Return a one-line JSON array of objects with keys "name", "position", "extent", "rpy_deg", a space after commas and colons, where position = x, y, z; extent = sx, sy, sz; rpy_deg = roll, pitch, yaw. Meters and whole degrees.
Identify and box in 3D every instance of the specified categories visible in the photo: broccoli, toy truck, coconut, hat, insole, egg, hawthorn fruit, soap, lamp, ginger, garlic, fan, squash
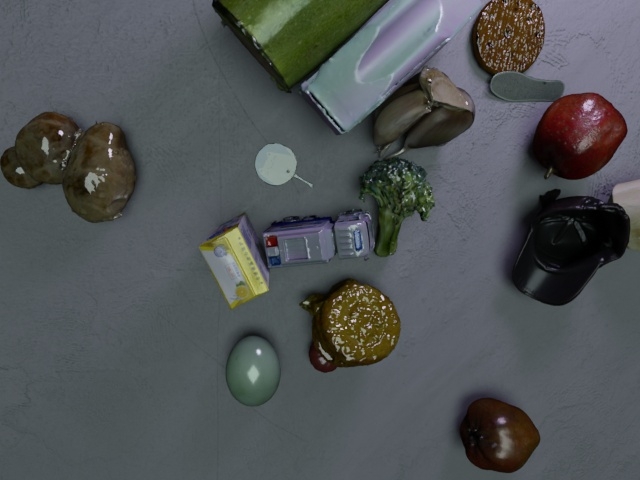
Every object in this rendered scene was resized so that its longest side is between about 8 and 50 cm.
[{"name": "broccoli", "position": [0.218, -0.081, 1.119], "extent": [0.177, 0.198, 0.275], "rpy_deg": [-33, 117, -47]}, {"name": "toy truck", "position": [0.000, 0.000, 1.086], "extent": [0.267, 0.155, 0.125], "rpy_deg": [-6, 102, 13]}, {"name": "coconut", "position": [0.934, -0.078, 1.200], "extent": [0.240, 0.241, 0.242], "rpy_deg": [-1, 100, -7]}, {"name": "hat", "position": [0.695, 0.009, 1.225], "extent": [0.238, 0.209, 0.336], "rpy_deg": [32, 114, 9]}, {"name": "insole", "position": [0.575, -0.422, 1.176], "extent": [0.231, 0.003, 0.080], "rpy_deg": [3, 124, -11]}, {"name": "egg", "position": [-0.184, 0.356, 1.157], "extent": [0.149, 0.149, 0.193], "rpy_deg": [-4, 102, -7]}, {"name": "hawthorn fruit", "position": [0.554, 0.592, 1.286], "extent": [0.248, 0.208, 0.208], "rpy_deg": [13, 99, -26]}, {"name": "soap", "position": [0.155, -0.449, 1.001], "extent": [0.446, 0.261, 0.156], "rpy_deg": [-42, 105, 1]}, {"name": "lamp", "position": [0.014, 0.326, 1.209], "extent": [0.101, 0.090, 0.101], "rpy_deg": [11, 63, -23]}, {"name": "ginger", "position": [-0.603, -0.188, 1.017], "extent": [0.303, 0.155, 0.245], "rpy_deg": [21, 104, -2]}, {"name": "garlic", "position": [0.256, -0.308, 1.066], "extent": [0.210, 0.292, 0.237], "rpy_deg": [45, 67, -4]}, {"name": "fan", "position": [-0.094, -0.190, 1.145], "extent": [0.175, 0.005, 0.113], "rpy_deg": [29, 95, -10]}, {"name": "hawthorn fruit", "position": [0.677, -0.269, 1.140], "extent": [0.215, 0.215, 0.250], "rpy_deg": [36, 99, -12]}, {"name": "squash", "position": [-0.026, -0.557, 0.959], "extent": [0.384, 0.263, 0.263], "rpy_deg": [-43, 102, 2]}]

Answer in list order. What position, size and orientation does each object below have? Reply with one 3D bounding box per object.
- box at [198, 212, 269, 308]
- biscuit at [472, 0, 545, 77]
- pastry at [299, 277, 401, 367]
[{"name": "box", "position": [-0.200, 0.038, 1.041], "extent": [0.097, 0.265, 0.169], "rpy_deg": [-24, 104, -1]}, {"name": "biscuit", "position": [0.508, -0.550, 1.143], "extent": [0.211, 0.036, 0.213], "rpy_deg": [-1, 103, -6]}, {"name": "pastry", "position": [0.097, 0.222, 1.149], "extent": [0.239, 0.132, 0.236], "rpy_deg": [-19, 85, -28]}]
